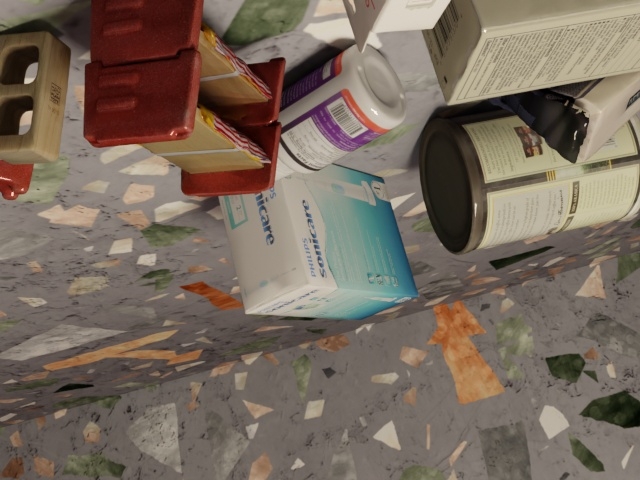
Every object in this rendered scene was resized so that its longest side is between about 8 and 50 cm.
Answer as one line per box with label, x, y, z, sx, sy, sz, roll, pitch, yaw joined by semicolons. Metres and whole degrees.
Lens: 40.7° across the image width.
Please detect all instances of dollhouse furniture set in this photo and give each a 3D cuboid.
dollhouse furniture set;-0.246;-0.137;0.888;0.374;0.152;0.201;-2;167;18

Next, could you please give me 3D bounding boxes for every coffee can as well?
coffee can;0.311;-0.102;1.284;0.275;0.201;0.201;-11;162;-12

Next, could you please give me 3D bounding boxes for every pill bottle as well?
pill bottle;-0.001;-0.147;1.051;0.193;0.108;0.108;-26;159;34

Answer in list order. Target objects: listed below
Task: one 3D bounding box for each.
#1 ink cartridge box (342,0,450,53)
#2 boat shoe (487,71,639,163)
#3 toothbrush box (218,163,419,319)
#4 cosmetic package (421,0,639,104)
ink cartridge box;0.075;-0.262;0.749;0.067;0.115;0.198;-9;163;-19
boat shoe;0.357;-0.240;1.074;0.340;0.158;0.127;-35;150;-29
toothbrush box;0.000;0.000;1.324;0.126;0.216;0.295;-26;160;31
cosmetic package;0.268;-0.253;0.910;0.296;0.129;0.153;-11;160;-11
